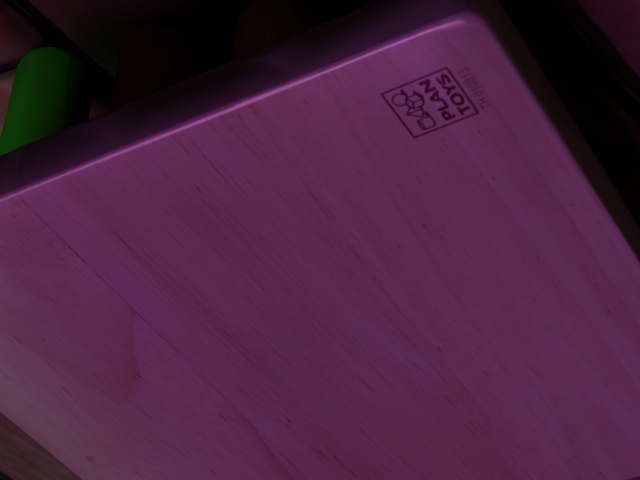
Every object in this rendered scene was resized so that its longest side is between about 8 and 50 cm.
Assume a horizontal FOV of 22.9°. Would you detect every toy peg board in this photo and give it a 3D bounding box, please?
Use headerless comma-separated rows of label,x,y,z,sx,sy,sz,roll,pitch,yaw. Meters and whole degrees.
toy peg board,0.000,0.000,0.397,0.160,0.079,0.161,-20,134,23
